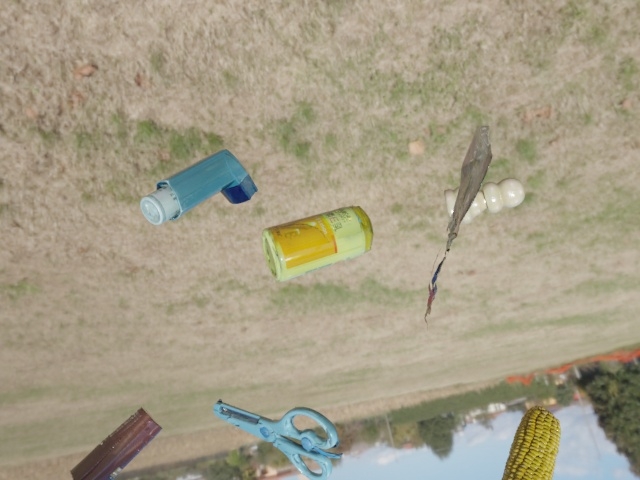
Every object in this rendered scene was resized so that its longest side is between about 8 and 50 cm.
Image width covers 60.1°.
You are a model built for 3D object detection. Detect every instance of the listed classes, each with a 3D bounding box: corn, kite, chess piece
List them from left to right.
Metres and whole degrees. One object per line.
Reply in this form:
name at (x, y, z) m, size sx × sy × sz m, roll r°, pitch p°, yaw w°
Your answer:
kite at (0.224, -0.020, 0.935) m, size 0.022 × 0.360 × 0.204 m, roll 13°, pitch -156°, yaw 4°
chess piece at (0.372, -0.096, 1.250) m, size 0.170 × 0.094 × 0.094 m, roll -18°, pitch 160°, yaw 17°
corn at (0.421, 0.473, 1.120) m, size 0.106 × 0.293 × 0.106 m, roll 21°, pitch 141°, yaw 18°

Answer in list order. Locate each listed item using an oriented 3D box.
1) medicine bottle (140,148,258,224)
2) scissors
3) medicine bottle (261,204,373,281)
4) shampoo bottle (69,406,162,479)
medicine bottle at (-0.250, -0.102, 1.156) m, size 0.079 × 0.124 × 0.258 m, roll -3°, pitch -156°, yaw 41°
scissors at (-0.117, 0.450, 1.319) m, size 0.393 × 0.180 × 0.032 m, roll 8°, pitch -163°, yaw 35°
medicine bottle at (0.000, 0.000, 1.188) m, size 0.239 × 0.124 × 0.124 m, roll -18°, pitch 164°, yaw -18°
shampoo bottle at (-0.406, 0.417, 1.029) m, size 0.236 × 0.067 × 0.068 m, roll -44°, pitch 131°, yaw -23°
